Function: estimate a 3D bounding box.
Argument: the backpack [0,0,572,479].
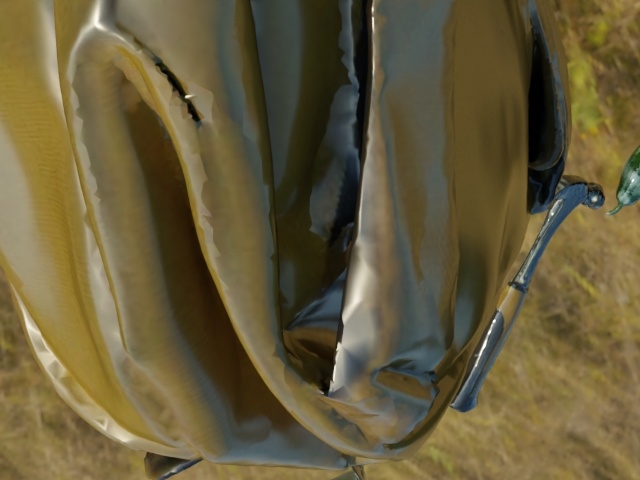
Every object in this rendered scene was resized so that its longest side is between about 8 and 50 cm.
[{"bbox_3d":[-0.015,-0.109,0.485,0.201,0.378,0.353,-1,-168,16],"label":"backpack"}]

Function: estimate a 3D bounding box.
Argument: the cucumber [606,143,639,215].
[{"bbox_3d":[0.449,-0.128,1.596,0.250,0.056,0.056,-52,140,11],"label":"cucumber"}]

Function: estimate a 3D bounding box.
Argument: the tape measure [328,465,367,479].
[{"bbox_3d":[-0.008,0.414,1.409,0.256,0.275,0.147,-24,-175,5],"label":"tape measure"}]

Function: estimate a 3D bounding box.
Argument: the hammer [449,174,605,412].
[{"bbox_3d":[0.143,0.041,0.930,0.078,0.021,0.201,9,112,-46],"label":"hammer"}]
